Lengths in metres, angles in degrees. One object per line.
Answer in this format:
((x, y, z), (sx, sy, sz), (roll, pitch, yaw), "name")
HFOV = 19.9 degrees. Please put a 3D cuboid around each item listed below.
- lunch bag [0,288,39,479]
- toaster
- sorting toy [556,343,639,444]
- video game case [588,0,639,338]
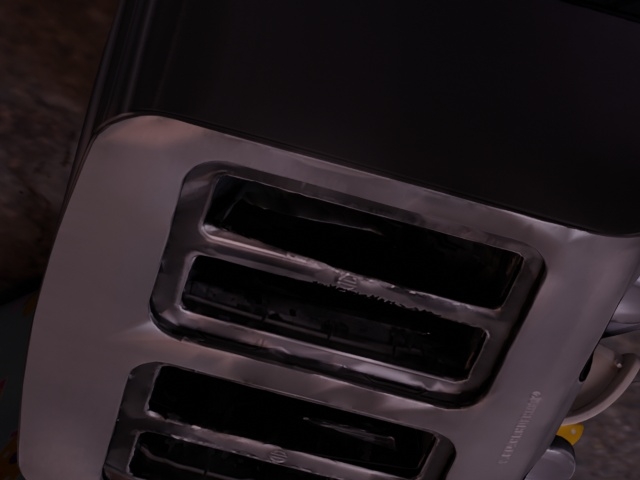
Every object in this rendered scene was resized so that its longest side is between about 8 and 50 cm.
((-0.067, 0.146, 0.770), (0.223, 0.160, 0.262), (-23, 126, 37), "lunch bag")
((0.000, 0.000, 0.532), (0.186, 0.110, 0.168), (16, 132, -6), "toaster")
((0.060, 0.049, 0.671), (0.083, 0.045, 0.075), (25, 163, -15), "sorting toy")
((0.075, -0.063, 0.560), (0.196, 0.026, 0.274), (-17, 134, 34), "video game case")
